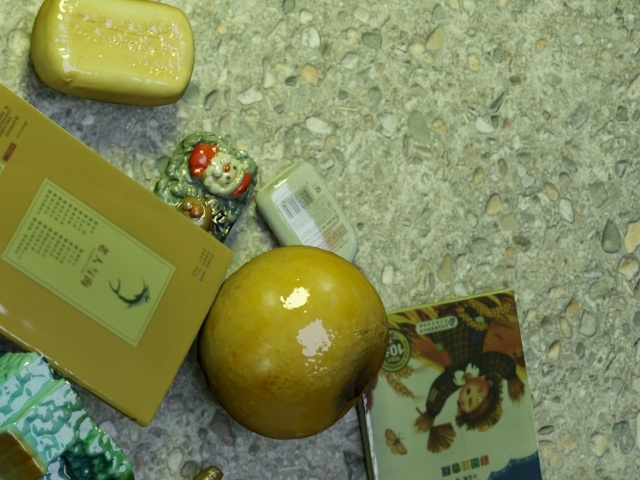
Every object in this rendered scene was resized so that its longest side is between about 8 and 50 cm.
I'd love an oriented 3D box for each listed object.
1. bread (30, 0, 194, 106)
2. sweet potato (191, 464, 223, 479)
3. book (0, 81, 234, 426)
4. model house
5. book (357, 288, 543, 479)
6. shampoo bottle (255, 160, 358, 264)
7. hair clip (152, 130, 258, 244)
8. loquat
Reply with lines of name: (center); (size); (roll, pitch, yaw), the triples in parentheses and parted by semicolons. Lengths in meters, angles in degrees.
bread: (-0.274, -0.249, 1.873); (0.217, 0.098, 0.147); (9, 81, -31)
sweet potato: (-0.182, 0.426, 1.906); (0.078, 0.058, 0.255); (10, 86, -49)
book: (-0.303, 0.020, 1.753); (0.389, 0.032, 0.269); (39, 62, -24)
model house: (-0.388, 0.281, 1.680); (0.241, 0.261, 0.226); (-38, 104, -27)
book: (0.196, 0.304, 2.135); (0.300, 0.039, 0.428); (-10, 91, -30)
shampoo bottle: (0.000, 0.000, 2.037); (0.108, 0.051, 0.221); (-40, 106, -26)
hair clip: (-0.187, -0.005, 1.910); (0.138, 0.091, 0.321); (34, 70, -20)
loquat: (-0.031, 0.133, 1.895); (0.263, 0.263, 0.263); (2, 86, -29)
